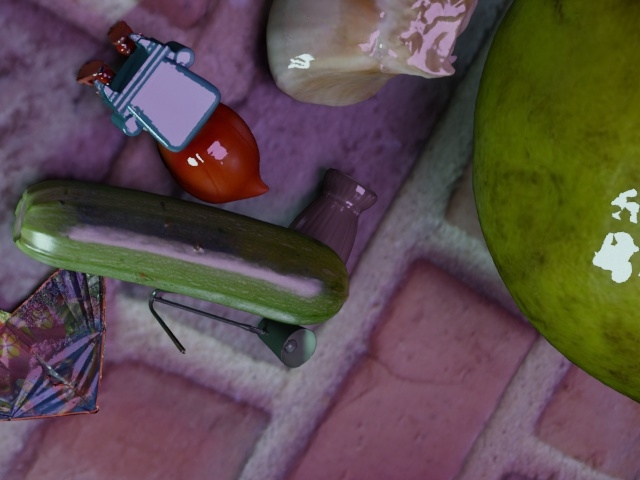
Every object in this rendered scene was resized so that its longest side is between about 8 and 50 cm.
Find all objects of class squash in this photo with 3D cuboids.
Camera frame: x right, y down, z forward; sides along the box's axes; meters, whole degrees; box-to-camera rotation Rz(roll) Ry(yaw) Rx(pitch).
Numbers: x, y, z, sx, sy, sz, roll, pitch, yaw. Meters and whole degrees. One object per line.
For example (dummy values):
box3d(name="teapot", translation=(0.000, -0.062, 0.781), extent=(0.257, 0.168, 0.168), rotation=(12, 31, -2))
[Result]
box3d(name="squash", translation=(-0.086, 0.008, 0.822), extent=(0.228, 0.066, 0.066), rotation=(13, 102, -19))

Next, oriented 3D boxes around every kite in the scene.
box3d(name="kite", translation=(-0.201, 0.068, 0.835), extent=(0.190, 0.010, 0.159), rotation=(-45, 124, -11))

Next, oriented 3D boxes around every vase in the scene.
box3d(name="vase", translation=(0.000, 0.000, 0.907), extent=(0.053, 0.053, 0.101), rotation=(32, 86, -36))

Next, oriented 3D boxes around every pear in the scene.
box3d(name="pear", translation=(0.279, -0.062, 0.889), extent=(0.352, 0.352, 0.413), rotation=(-27, 115, -21))

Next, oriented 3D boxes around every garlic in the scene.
box3d(name="garlic", translation=(0.035, -0.170, 0.843), extent=(0.124, 0.099, 0.174), rotation=(18, 95, -16))

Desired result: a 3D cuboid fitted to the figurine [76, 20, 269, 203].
box3d(name="figurine", translation=(-0.086, -0.076, 0.808), extent=(0.068, 0.075, 0.140), rotation=(-51, 124, -5))

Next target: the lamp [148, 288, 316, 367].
box3d(name="lamp", translation=(-0.063, 0.061, 0.898), extent=(0.121, 0.054, 0.041), rotation=(17, 100, -43))
